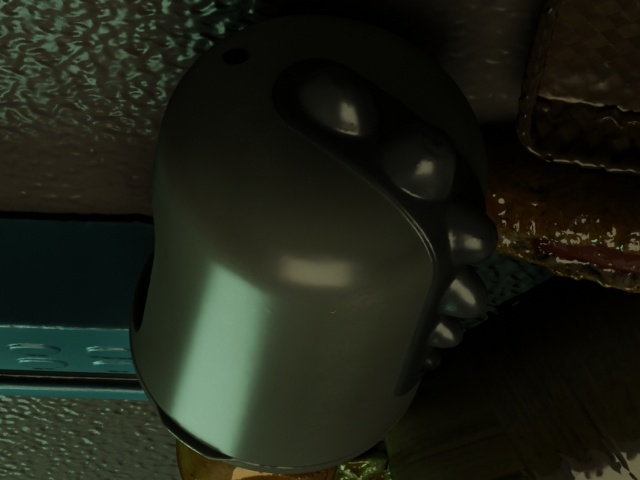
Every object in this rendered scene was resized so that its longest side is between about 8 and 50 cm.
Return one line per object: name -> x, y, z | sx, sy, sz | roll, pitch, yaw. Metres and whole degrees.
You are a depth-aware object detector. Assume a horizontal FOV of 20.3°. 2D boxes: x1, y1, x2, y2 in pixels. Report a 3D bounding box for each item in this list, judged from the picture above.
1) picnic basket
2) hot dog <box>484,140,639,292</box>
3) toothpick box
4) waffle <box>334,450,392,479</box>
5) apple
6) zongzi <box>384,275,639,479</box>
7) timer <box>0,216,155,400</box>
picnic basket -> 0.182, -0.115, 1.087 | 0.110, 0.055, 0.193 | 10, 147, 2
hot dog -> 0.213, -0.008, 1.166 | 0.289, 0.083, 0.068 | 13, 159, 19
toothpick box -> 0.000, 0.000, 1.132 | 0.229, 0.229, 0.316 | 6, 147, -7
waffle -> 0.017, 0.242, 1.694 | 0.183, 0.036, 0.169 | -3, 149, 9
apple -> -0.053, 0.179, 1.507 | 0.146, 0.146, 0.146 | 1, 148, 1
zongzi -> 0.324, 0.104, 1.398 | 0.500, 0.218, 0.467 | -26, 167, 16
timer -> -0.214, 0.079, 1.397 | 0.231, 0.091, 0.250 | 1, 152, 0
